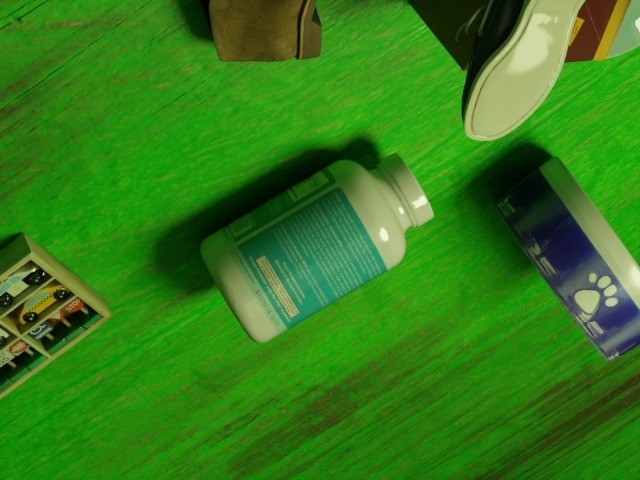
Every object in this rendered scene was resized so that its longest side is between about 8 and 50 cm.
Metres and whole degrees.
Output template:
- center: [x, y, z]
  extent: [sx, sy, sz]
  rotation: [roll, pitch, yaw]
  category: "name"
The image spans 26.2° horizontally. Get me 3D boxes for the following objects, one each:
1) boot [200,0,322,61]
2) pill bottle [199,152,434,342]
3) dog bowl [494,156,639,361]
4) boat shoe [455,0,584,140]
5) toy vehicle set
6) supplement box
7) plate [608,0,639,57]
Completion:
- center: [-0.062, -0.268, 1.334]
  extent: [0.115, 0.112, 0.305]
  rotation: [-11, 152, -6]
  category: "boot"
- center: [0.000, 0.000, 1.641]
  extent: [0.264, 0.146, 0.146]
  rotation: [-30, 141, -1]
  category: "pill bottle"
- center: [0.343, 0.024, 1.795]
  extent: [0.104, 0.265, 0.265]
  rotation: [-36, 141, 9]
  category: "dog bowl"
- center: [0.198, -0.219, 1.390]
  extent: [0.095, 0.079, 0.254]
  rotation: [-4, 131, -26]
  category: "boat shoe"
- center: [-0.395, 0.118, 1.597]
  extent: [0.267, 0.035, 0.166]
  rotation: [-36, 141, 6]
  category: "toy vehicle set"
- center: [0.232, -0.303, 1.488]
  extent: [0.194, 0.129, 0.191]
  rotation: [-8, 135, -26]
  category: "supplement box"
- center: [0.364, -0.301, 1.659]
  extent: [0.188, 0.024, 0.188]
  rotation: [-18, 138, -17]
  category: "plate"
